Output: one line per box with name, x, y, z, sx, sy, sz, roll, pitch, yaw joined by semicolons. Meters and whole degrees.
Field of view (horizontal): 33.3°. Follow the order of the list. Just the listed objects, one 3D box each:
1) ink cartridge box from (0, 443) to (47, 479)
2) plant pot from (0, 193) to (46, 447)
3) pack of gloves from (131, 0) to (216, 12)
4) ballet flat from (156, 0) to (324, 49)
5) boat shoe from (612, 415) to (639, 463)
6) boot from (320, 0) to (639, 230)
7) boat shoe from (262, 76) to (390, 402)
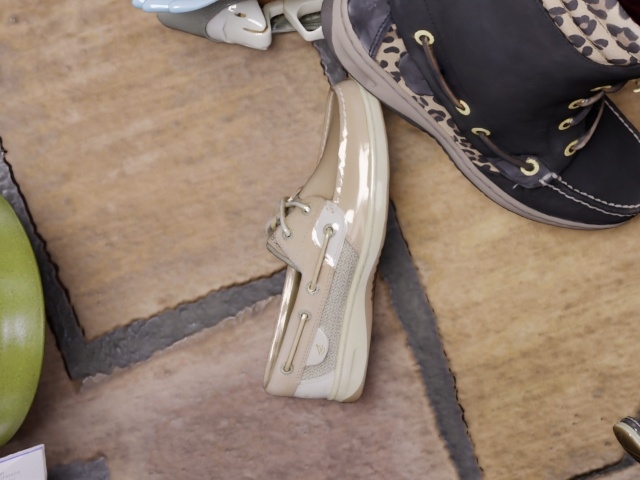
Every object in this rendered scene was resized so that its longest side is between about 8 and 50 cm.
ink cartridge box;-0.328;0.265;0.902;0.206;0.045;0.208;-17;132;-28
plant pot;-0.406;0.069;0.763;0.353;0.366;0.366;-1;98;-49
pack of gloves;-0.052;-0.237;0.908;0.232;0.195;0.046;-19;125;-5
ballet flat;-0.037;-0.206;0.954;0.213;0.072;0.068;-12;64;-8
boat shoe;0.354;0.219;1.071;0.152;0.056;0.049;43;84;-19
boot;0.216;-0.135;0.866;0.377;0.284;0.138;34;67;-24
boat shoe;0.000;0.000;0.972;0.098;0.109;0.302;4;101;-9
